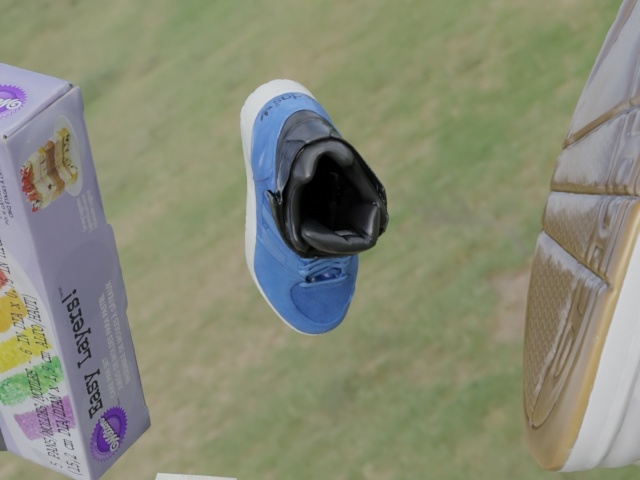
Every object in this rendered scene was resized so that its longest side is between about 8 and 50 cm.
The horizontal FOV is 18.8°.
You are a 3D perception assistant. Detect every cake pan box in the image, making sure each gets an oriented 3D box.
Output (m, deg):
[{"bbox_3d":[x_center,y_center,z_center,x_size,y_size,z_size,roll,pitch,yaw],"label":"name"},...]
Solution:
[{"bbox_3d":[-0.230,0.003,1.135,0.246,0.266,0.070,19,45,29],"label":"cake pan box"}]

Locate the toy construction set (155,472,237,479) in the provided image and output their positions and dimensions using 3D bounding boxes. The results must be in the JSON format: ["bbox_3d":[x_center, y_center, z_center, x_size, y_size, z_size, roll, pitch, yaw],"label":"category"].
[{"bbox_3d":[0.000,0.247,0.801,0.151,0.327,0.215,11,59,38],"label":"toy construction set"}]

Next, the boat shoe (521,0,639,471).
[{"bbox_3d":[0.138,-0.054,0.568,0.098,0.096,0.277,-147,76,-78],"label":"boat shoe"}]

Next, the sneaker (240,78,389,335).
[{"bbox_3d":[-0.001,0.000,0.986,0.058,0.152,0.084,-16,34,-16],"label":"sneaker"}]
